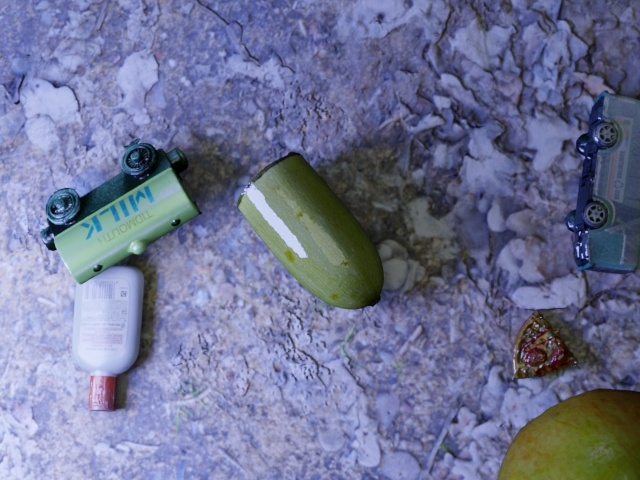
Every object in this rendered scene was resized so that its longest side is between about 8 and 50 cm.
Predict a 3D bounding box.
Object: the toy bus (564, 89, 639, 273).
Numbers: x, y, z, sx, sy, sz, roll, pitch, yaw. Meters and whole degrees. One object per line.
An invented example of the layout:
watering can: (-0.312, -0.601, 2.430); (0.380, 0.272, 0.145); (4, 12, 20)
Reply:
toy bus: (0.424, -0.082, 1.919); (0.109, 0.091, 0.262); (9, 83, -1)

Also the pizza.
pizza: (0.320, 0.149, 1.922); (0.100, 0.029, 0.099); (-11, 79, 6)

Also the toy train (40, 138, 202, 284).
toy train: (-0.297, -0.037, 1.983); (0.253, 0.105, 0.157); (-31, 55, -1)

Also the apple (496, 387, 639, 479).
apple: (0.392, 0.363, 1.740); (0.339, 0.339, 0.340); (-1, 81, 8)

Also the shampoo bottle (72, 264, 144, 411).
shampoo bottle: (-0.325, 0.148, 2.001); (0.108, 0.051, 0.221); (1, 81, 10)

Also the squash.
squash: (0.000, 0.000, 1.939); (0.132, 0.132, 0.247); (-41, 77, 0)
